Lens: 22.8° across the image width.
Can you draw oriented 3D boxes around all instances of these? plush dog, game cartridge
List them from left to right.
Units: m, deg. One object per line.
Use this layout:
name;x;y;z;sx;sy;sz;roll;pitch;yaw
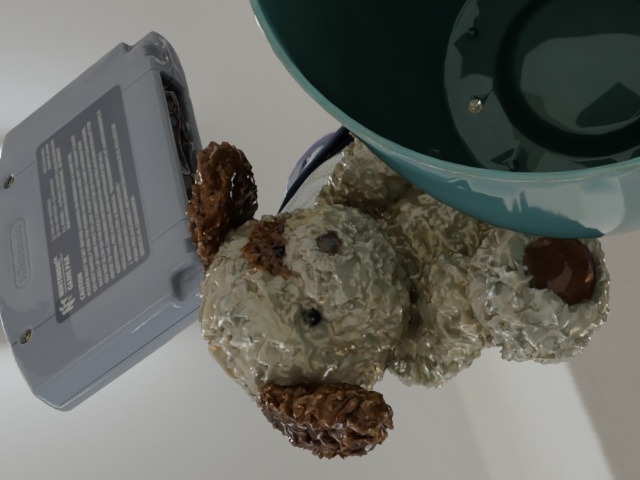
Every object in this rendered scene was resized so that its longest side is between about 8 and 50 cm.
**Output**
game cartridge;-0.176;-0.016;1.263;0.062;0.198;0.297;32;-150;-39
plush dog;0.028;0.026;1.031;0.225;0.211;0.262;-19;-121;-18

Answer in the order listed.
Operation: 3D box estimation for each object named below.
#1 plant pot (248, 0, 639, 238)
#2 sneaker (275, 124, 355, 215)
plant pot;0.129;-0.133;0.812;0.293;0.235;0.293;-4;-107;14
sneaker;0.001;0.000;1.311;0.130;0.323;0.236;48;-128;-2
